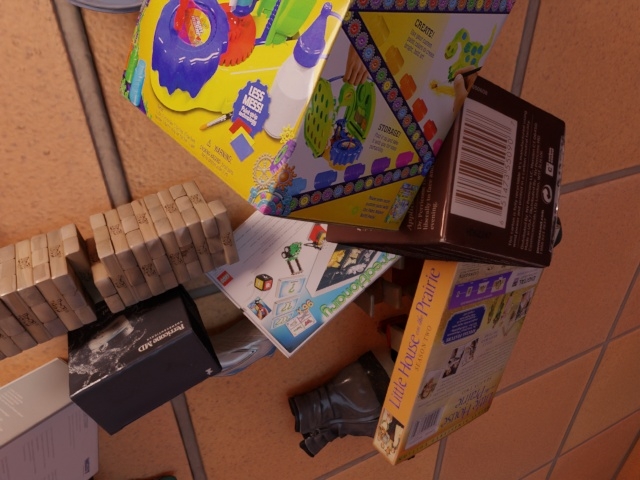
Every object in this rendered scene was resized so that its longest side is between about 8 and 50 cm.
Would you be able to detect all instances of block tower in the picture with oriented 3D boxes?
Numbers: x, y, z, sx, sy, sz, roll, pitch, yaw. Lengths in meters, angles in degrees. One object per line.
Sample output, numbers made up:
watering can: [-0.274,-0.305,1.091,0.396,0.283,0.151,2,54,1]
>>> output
block tower: [-0.277,0.033,0.552,0.336,0.097,0.090,-22,136,-17]

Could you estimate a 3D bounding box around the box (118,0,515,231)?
box: [-0.017,-0.201,0.423,0.177,0.290,0.278,5,116,-48]

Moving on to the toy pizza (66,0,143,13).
toy pizza: [-0.210,-0.324,0.424,0.202,0.032,0.201,-15,123,-24]

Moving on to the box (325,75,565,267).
box: [0.137,-0.065,0.529,0.167,0.203,0.168,11,86,-31]

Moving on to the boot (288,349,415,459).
boot: [0.067,0.403,0.991,0.223,0.118,0.337,-29,118,-8]

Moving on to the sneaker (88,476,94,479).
sneaker: [-0.400,0.523,0.764,0.125,0.139,0.340,-22,128,-19]

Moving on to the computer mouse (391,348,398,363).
computer mouse: [0.260,0.281,1.037,0.188,0.072,0.272,-44,130,2]

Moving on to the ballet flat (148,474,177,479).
ballet flat: [-0.325,0.465,0.839,0.115,0.041,0.041,3,117,-30]

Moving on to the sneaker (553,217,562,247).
sneaker: [0.453,0.044,0.995,0.118,0.083,0.221,2,116,-31]

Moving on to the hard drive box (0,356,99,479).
hard drive box: [-0.410,0.293,0.577,0.232,0.089,0.180,-30,138,-56]

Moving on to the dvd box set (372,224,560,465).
dvd box set: [0.260,0.167,0.805,0.308,0.062,0.419,-7,117,-38]

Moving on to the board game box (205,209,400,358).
board game box: [0.000,0.000,0.671,0.305,0.053,0.193,-42,98,-1]

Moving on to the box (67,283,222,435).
box: [-0.238,0.138,0.609,0.156,0.158,0.093,-29,128,-12]

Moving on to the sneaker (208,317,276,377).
sneaker: [-0.179,0.191,0.723,0.238,0.085,0.086,-14,119,-20]

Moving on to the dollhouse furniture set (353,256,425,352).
dollhouse furniture set: [0.170,0.082,0.854,0.262,0.135,0.258,-11,111,-24]
